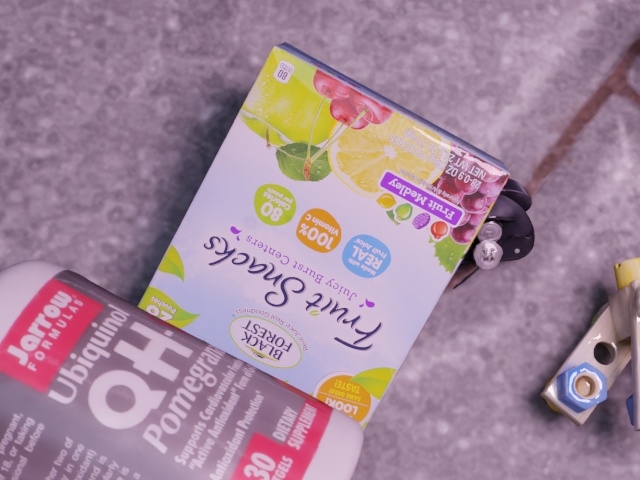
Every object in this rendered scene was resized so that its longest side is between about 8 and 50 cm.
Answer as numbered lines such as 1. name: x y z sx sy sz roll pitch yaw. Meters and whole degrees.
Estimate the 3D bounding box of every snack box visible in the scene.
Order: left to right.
1. snack box: 0.000 0.000 0.864 0.174 0.070 0.207 28 102 -1

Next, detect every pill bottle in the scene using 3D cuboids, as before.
1. pill bottle: -0.149 0.120 0.799 0.318 0.176 0.176 27 76 1

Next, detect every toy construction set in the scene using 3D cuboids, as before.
1. toy construction set: 0.293 -0.010 0.912 0.215 0.151 0.328 15 87 -4

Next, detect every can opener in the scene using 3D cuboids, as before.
1. can opener: 0.063 -0.005 0.925 0.186 0.073 0.059 -7 114 -5
